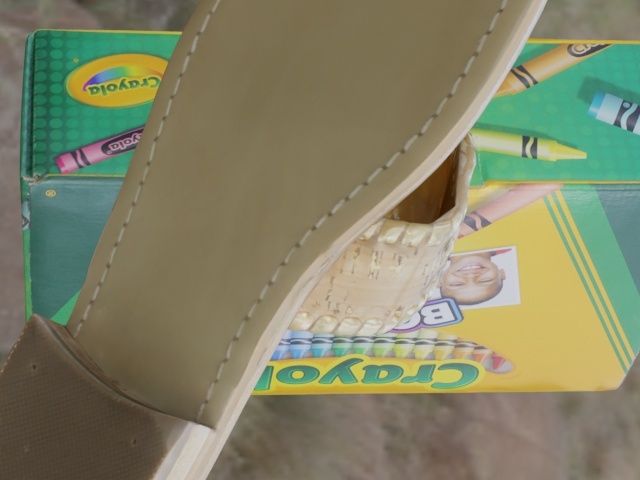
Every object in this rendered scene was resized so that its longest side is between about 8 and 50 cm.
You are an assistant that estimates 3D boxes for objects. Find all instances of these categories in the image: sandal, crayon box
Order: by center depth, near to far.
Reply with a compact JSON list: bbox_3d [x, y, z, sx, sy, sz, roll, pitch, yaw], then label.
[{"bbox_3d":[-0.004,-0.003,0.460,0.240,0.088,0.079,-56,148,5],"label":"sandal"},{"bbox_3d":[0.013,-0.007,0.737,0.165,0.278,0.081,102,-15,-55],"label":"crayon box"}]
